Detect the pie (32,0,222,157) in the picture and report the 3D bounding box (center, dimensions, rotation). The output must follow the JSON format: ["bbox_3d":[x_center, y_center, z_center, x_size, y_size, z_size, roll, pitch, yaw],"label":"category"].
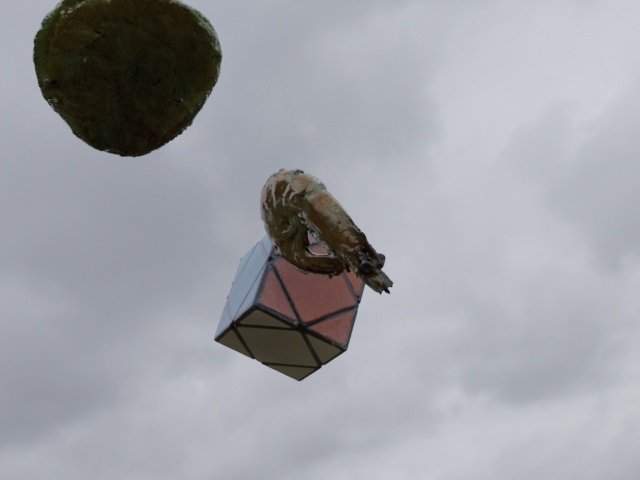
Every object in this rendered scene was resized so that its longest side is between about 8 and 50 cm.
[{"bbox_3d":[-0.282,-0.258,1.385,0.277,0.078,0.277,-13,-56,-20],"label":"pie"}]

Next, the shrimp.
[{"bbox_3d":[0.000,0.000,0.920,0.041,0.180,0.099,-11,-47,-50],"label":"shrimp"}]

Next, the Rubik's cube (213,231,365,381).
[{"bbox_3d":[-0.055,0.119,1.793,0.207,0.205,0.205,26,-35,-16],"label":"Rubik's cube"}]
